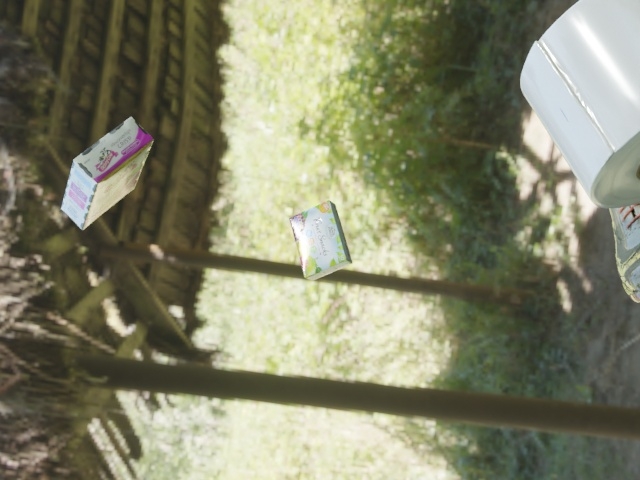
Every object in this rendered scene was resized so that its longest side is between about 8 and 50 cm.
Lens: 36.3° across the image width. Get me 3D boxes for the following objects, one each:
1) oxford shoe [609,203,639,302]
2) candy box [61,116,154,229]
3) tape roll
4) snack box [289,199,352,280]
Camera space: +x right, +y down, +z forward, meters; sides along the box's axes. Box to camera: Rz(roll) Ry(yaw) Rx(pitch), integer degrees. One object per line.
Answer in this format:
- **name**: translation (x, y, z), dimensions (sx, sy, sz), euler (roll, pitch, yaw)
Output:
- **oxford shoe**: translation (0.462, -0.025, 1.420), dimensions (0.123, 0.130, 0.348), euler (-36, 10, 25)
- **candy box**: translation (-0.438, -0.133, 1.992), dimensions (0.159, 0.071, 0.233), euler (-44, -3, -30)
- **tape roll**: translation (0.377, -0.173, 1.121), dimensions (0.246, 0.246, 0.169), euler (100, 147, -61)
- **snack box**: translation (0.000, 0.000, 2.023), dimensions (0.037, 0.100, 0.141), euler (31, -141, -61)
